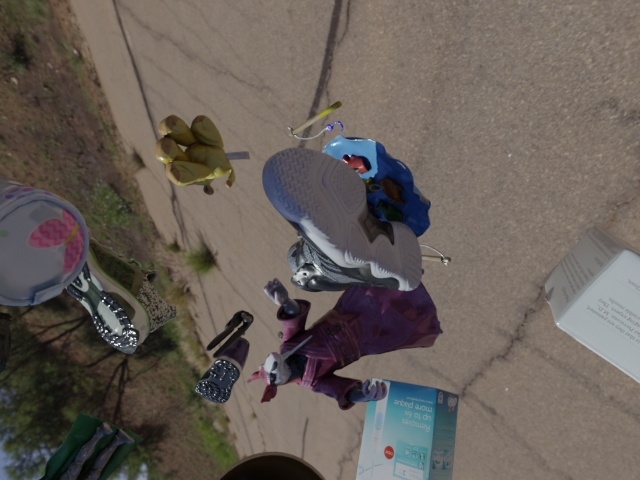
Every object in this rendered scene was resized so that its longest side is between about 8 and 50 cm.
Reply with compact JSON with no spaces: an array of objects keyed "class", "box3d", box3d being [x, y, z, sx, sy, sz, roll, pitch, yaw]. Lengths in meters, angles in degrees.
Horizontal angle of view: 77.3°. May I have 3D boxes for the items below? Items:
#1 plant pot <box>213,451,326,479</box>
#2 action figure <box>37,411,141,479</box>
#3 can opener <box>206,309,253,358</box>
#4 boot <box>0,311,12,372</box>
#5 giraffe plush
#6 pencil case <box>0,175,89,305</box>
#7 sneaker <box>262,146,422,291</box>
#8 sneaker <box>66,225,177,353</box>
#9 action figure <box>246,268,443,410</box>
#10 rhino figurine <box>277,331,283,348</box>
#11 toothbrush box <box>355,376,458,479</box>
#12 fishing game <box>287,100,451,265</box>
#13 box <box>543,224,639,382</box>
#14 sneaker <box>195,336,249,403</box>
[{"class":"plant pot","box3d":[-0.115,0.493,0.657,0.237,0.237,0.254,50,142,13]},{"class":"action figure","box3d":[-0.401,0.402,0.622,0.064,0.232,0.137,12,149,44]},{"class":"can opener","box3d":[-0.239,0.252,1.079,0.059,0.186,0.073,39,120,-2]},{"class":"boot","box3d":[-0.388,0.110,0.306,0.161,0.247,0.083,33,-154,-54]},{"class":"giraffe plush","box3d":[-0.305,-0.193,0.987,0.171,0.211,0.181,-16,68,58]},{"class":"pencil case","box3d":[-0.388,-0.018,0.431,0.274,0.113,0.123,14,97,20]},{"class":"sneaker","box3d":[0.000,0.000,0.472,0.153,0.101,0.269,-13,148,37]},{"class":"sneaker","box3d":[-0.526,0.097,1.037,0.410,0.182,0.158,49,118,15]},{"class":"action figure","box3d":[0.031,0.169,0.750,0.247,0.371,0.275,61,169,12]},{"class":"rhino figurine","box3d":[-0.041,0.367,1.313,0.243,0.107,0.072,25,107,52]},{"class":"toothbrush box","box3d":[0.231,0.538,1.069,0.217,0.295,0.126,-7,153,45]},{"class":"fishing game","box3d":[0.065,-0.059,0.544,0.264,0.041,0.189,52,157,-22]},{"class":"box","box3d":[0.408,0.088,0.511,0.182,0.181,0.119,37,114,13]},{"class":"sneaker","box3d":[-0.285,0.396,1.224,0.107,0.124,0.283,35,129,-6]}]
